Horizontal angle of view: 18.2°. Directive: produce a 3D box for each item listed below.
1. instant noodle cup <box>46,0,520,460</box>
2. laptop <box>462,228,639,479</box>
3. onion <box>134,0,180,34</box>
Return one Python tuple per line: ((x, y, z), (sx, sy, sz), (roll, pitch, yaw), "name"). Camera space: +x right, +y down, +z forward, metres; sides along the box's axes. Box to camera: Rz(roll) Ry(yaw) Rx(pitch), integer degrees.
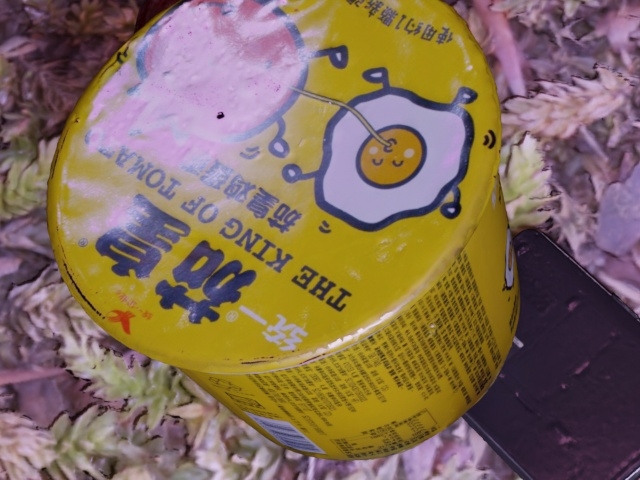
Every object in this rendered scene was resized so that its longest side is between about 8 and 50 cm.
((0.000, 0.000, 1.437), (0.325, 0.254, 0.325), (-9, 58, 15), "instant noodle cup")
((0.177, 0.097, 1.505), (0.154, 0.026, 0.207), (-40, 64, -9), "laptop")
((-0.073, -0.147, 1.625), (0.151, 0.098, 0.206), (-43, 65, -9), "onion")
